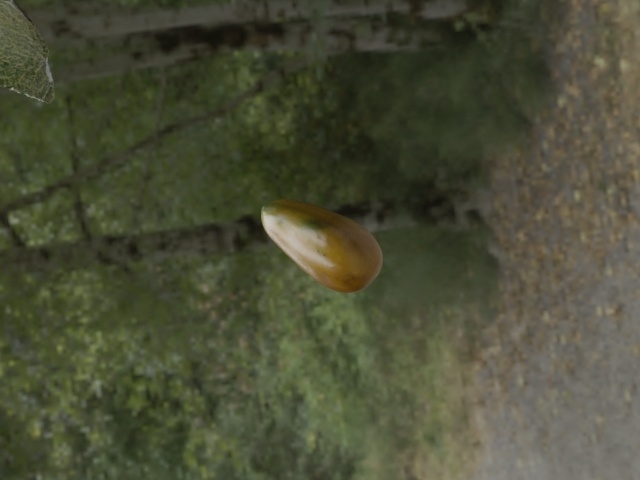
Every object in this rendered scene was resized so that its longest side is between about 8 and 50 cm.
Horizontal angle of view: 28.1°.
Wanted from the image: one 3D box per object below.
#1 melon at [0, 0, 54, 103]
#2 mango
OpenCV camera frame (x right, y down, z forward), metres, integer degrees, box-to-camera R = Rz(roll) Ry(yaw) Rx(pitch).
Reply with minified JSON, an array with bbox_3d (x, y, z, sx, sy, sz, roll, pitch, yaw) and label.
[{"bbox_3d":[-0.453,-0.251,1.735,0.202,0.139,0.093,55,144,11],"label":"melon"},{"bbox_3d":[0.003,0.002,1.607,0.163,0.089,0.111,34,178,28],"label":"mango"}]
